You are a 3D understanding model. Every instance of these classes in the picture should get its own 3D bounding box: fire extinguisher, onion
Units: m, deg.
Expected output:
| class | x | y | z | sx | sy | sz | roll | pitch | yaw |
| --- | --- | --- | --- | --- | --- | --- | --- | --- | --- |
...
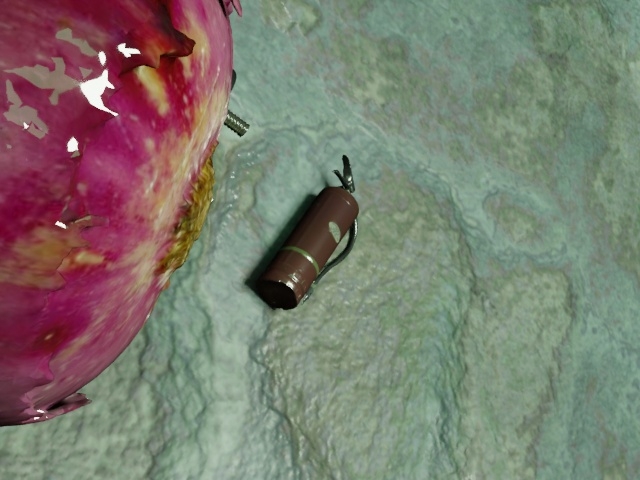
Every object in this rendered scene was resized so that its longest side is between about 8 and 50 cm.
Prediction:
| class | x | y | z | sx | sy | sz | roll | pitch | yaw |
| --- | --- | --- | --- | --- | --- | --- | --- | --- | --- |
| fire extinguisher | 0.000 | 0.000 | 0.933 | 0.157 | 0.045 | 0.078 | -57 | 136 | -34 |
| onion | -0.205 | -0.081 | 0.632 | 0.345 | 0.358 | 0.358 | 45 | 55 | -1 |

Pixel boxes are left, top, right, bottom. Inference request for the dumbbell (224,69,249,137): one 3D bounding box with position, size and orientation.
| class | x | y | z | sx | sy | sz | roll | pitch | yaw |
| --- | --- | --- | --- | --- | --- | --- | --- | --- | --- |
| dumbbell | -0.147 | -0.153 | 0.843 | 0.208 | 0.099 | 0.099 | 36 | 58 | -19 |
